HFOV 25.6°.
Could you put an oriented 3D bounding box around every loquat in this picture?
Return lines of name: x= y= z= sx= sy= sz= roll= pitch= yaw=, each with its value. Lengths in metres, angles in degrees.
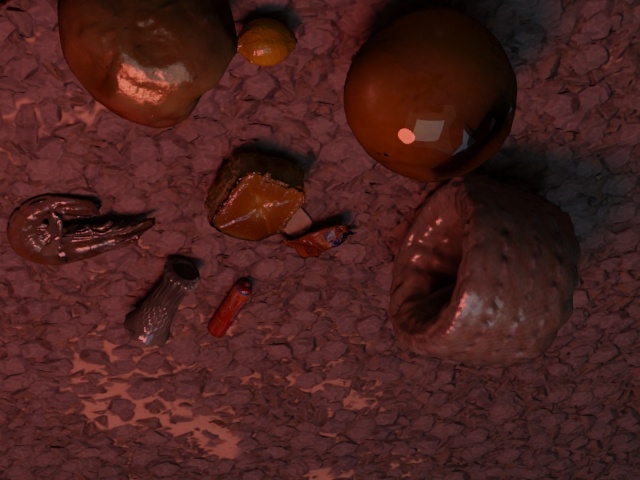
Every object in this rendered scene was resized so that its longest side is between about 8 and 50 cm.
loquat: x=0.147 y=-0.193 z=1.866 sx=0.235 sy=0.235 sz=0.235 roll=-6 pitch=139 yaw=-5

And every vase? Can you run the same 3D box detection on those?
vase: x=-0.244 y=0.094 z=2.228 sx=0.081 sy=0.081 sz=0.148 roll=16 pitch=130 yaw=-27

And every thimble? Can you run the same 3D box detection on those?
thimble: x=0.243 y=0.046 z=2.129 sx=0.195 sy=0.291 sz=0.291 roll=14 pitch=133 yaw=-24

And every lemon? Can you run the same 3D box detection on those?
lemon: x=-0.076 y=-0.262 z=1.866 sx=0.092 sy=0.065 sz=0.065 roll=-9 pitch=140 yaw=-15

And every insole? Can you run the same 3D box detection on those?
insole: x=-0.071 y=-0.065 z=2.129 sx=0.063 sy=0.010 sz=0.192 roll=-24 pitch=136 yaw=16

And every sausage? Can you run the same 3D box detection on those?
sausage: x=-0.144 y=0.107 z=2.290 sx=0.034 sy=0.034 sz=0.129 roll=14 pitch=134 yaw=-25

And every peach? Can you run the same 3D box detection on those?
peach: x=-0.221 y=-0.264 z=1.751 sx=0.235 sy=0.214 sz=0.214 roll=39 pitch=121 yaw=-21

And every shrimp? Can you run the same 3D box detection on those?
shrimp: x=-0.358 y=-0.022 z=2.100 sx=0.223 sy=0.047 sz=0.126 roll=-11 pitch=129 yaw=3

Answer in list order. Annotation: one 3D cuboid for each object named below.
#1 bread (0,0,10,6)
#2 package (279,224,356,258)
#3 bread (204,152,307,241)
bread: x=-0.485 y=-0.292 z=1.743 sx=0.269 sy=0.095 sz=0.139 roll=-39 pitch=136 yaw=9
package: x=0.000 y=0.001 z=2.197 sx=0.111 sy=0.033 sz=0.077 roll=-22 pitch=167 yaw=18
bread: x=-0.094 y=-0.062 z=2.069 sx=0.128 sy=0.069 sz=0.140 roll=16 pitch=129 yaw=-25
